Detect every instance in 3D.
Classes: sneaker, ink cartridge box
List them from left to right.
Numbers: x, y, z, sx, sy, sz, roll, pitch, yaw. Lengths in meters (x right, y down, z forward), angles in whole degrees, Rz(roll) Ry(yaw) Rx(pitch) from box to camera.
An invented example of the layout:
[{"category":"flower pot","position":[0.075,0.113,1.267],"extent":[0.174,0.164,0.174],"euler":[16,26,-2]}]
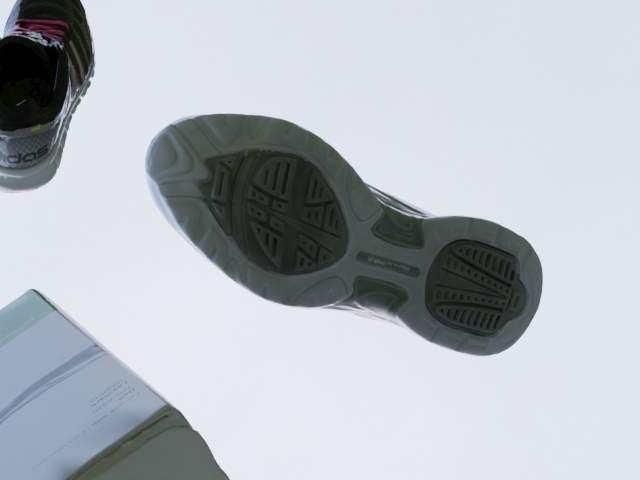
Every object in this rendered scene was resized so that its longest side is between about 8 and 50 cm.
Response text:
[{"category":"sneaker","position":[-0.180,-0.114,1.068],"extent":[0.063,0.074,0.170],"euler":[6,-129,1]},{"category":"ink cartridge box","position":[-0.097,0.130,0.772],"extent":[0.093,0.219,0.160],"euler":[-36,-68,-13]},{"category":"sneaker","position":[0.000,0.000,0.919],"extent":[0.232,0.115,0.090],"euler":[26,-96,-22]}]
